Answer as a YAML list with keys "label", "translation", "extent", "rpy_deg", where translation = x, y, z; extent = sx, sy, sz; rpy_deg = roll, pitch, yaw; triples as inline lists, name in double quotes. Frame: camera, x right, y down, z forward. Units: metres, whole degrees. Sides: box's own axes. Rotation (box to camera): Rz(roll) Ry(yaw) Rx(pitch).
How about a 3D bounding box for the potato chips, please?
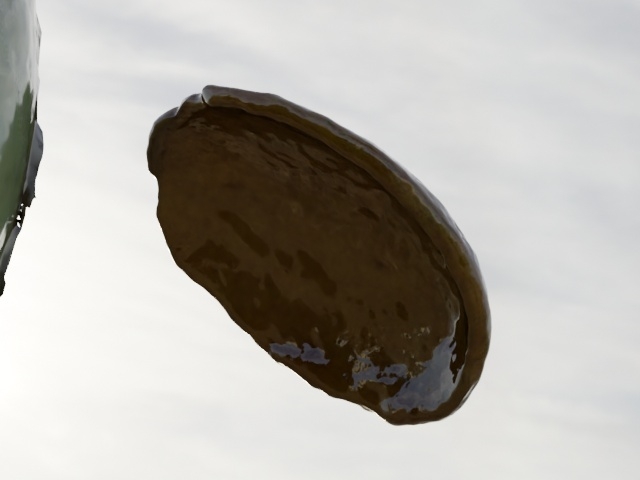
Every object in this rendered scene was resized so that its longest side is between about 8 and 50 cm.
- label: "potato chips"
  translation: [0.000, 0.000, 0.753]
  extent: [0.202, 0.049, 0.150]
  rpy_deg: [24, -55, 23]

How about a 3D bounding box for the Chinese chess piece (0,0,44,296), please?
- label: "Chinese chess piece"
  translation: [-0.255, -0.054, 0.475]
  extent: [0.349, 0.349, 0.146]
  rpy_deg: [-1, -7, 19]
